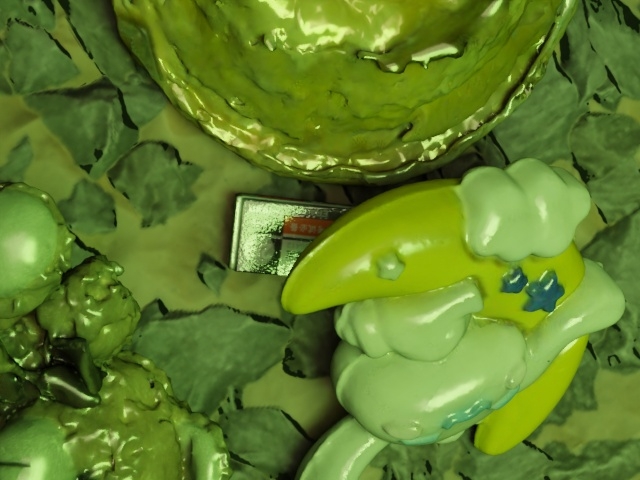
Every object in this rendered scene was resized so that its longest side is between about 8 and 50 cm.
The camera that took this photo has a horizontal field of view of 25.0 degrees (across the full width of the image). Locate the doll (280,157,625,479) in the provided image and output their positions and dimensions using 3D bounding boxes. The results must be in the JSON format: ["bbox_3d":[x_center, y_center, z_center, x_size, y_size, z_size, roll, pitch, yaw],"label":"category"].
[{"bbox_3d":[0.080,0.067,0.932,0.252,0.111,0.237,-25,131,-14],"label":"doll"}]

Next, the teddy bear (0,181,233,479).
[{"bbox_3d":[-0.180,0.097,0.877,0.267,0.156,0.256,-26,99,32],"label":"teddy bear"}]

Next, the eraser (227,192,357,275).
[{"bbox_3d":[0.000,0.000,0.966,0.122,0.029,0.052,7,95,-10],"label":"eraser"}]

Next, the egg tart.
[{"bbox_3d":[0.025,-0.207,0.911,0.345,0.132,0.345,0,92,-9],"label":"egg tart"}]
